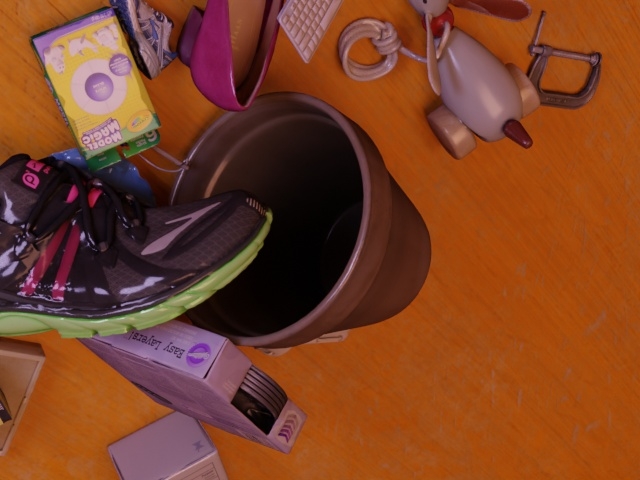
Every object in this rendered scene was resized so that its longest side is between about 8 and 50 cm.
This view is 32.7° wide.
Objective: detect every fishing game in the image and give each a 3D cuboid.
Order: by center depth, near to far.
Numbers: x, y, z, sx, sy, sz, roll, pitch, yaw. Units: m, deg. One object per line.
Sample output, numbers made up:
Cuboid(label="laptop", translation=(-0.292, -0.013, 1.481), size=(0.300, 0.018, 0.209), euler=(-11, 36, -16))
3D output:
Cuboid(label="fishing game", translation=(-0.306, -0.037, 1.405), size=(0.189, 0.041, 0.264), euler=(28, 104, -32))

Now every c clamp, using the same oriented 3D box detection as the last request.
Cuboid(label="c clamp", translation=(0.373, -0.264, 1.664), size=(0.160, 0.022, 0.137), euler=(9, 113, -32))

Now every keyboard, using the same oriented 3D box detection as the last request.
Cuboid(label="keyboard", translation=(0.017, -0.332, 1.340), size=(0.072, 0.014, 0.256), euler=(49, 54, -36))

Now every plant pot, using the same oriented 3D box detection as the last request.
Cuboid(label="plant pot", translation=(0.000, 0.000, 1.455), size=(0.323, 0.323, 0.280), euler=(-55, 144, 9))

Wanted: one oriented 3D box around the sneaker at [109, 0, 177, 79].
Cuboid(label="sneaker", translation=(-0.211, -0.264, 1.322), size=(0.058, 0.052, 0.135), euler=(-35, 137, -20))

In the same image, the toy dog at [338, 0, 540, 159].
Cuboid(label="toy dog", translation=(0.206, -0.235, 1.497), size=(0.333, 0.161, 0.220), euler=(31, 99, -38))

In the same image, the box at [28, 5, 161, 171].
Cuboid(label="box", translation=(-0.265, -0.178, 1.313), size=(0.105, 0.043, 0.179), euler=(-26, 113, -14))

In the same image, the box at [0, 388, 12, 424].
Cuboid(label="box", translation=(-0.519, 0.239, 1.386), size=(0.232, 0.058, 0.087), euler=(-28, 128, -13))

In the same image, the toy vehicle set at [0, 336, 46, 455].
Cuboid(label="toy vehicle set", translation=(-0.512, 0.192, 1.423), size=(0.267, 0.035, 0.166), euler=(15, 109, -35))

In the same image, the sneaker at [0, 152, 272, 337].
Cuboid(label="sneaker", translation=(-0.296, -0.003, 1.274), size=(0.483, 0.185, 0.202), euler=(-8, 111, 0))

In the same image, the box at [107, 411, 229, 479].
Cuboid(label="box", translation=(-0.200, 0.422, 1.681), size=(0.148, 0.121, 0.311), euler=(-25, 127, -15))

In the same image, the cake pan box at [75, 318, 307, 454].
Cuboid(label="cake pan box", translation=(-0.172, 0.177, 1.440), size=(0.070, 0.267, 0.246), euler=(-63, 142, -18))

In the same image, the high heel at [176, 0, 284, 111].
Cuboid(label="high heel", translation=(-0.057, -0.338, 1.273), size=(0.127, 0.181, 0.377), euler=(6, 114, -32))

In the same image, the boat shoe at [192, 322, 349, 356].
Cuboid(label="boat shoe", translation=(-0.067, 0.125, 1.605), size=(0.267, 0.096, 0.088), euler=(-7, 116, -36))
